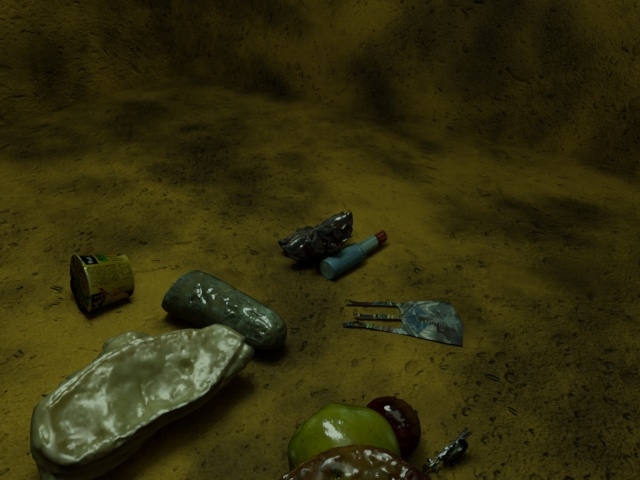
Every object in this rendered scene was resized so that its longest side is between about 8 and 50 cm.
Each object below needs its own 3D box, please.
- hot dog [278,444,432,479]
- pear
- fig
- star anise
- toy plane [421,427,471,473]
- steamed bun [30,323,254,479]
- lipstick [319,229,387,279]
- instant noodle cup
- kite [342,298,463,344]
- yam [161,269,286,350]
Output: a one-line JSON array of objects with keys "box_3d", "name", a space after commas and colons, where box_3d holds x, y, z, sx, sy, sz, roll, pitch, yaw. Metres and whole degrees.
[{"box_3d": [0.000, 0.441, 0.627, 0.388, 0.174, 0.267, -52, 26, -15], "name": "hot dog"}, {"box_3d": [0.041, 0.374, 0.853, 0.198, 0.198, 0.198, 2, 33, -2], "name": "pear"}, {"box_3d": [0.138, 0.363, 0.985, 0.119, 0.153, 0.119, -3, 72, 11], "name": "fig"}, {"box_3d": [0.001, -0.001, 1.481, 0.223, 0.109, 0.236, -19, 13, 39], "name": "star anise"}, {"box_3d": [0.238, 0.404, 0.953, 0.120, 0.049, 0.031, -29, 42, -16], "name": "toy plane"}, {"box_3d": [-0.371, 0.283, 0.999, 0.428, 0.189, 0.247, -30, 75, -40], "name": "steamed bun"}, {"box_3d": [0.111, 0.032, 1.505, 0.274, 0.061, 0.068, -28, 20, -39], "name": "lipstick"}, {"box_3d": [-0.551, 0.098, 1.278, 0.122, 0.152, 0.151, -14, 36, -42], "name": "instant noodle cup"}, {"box_3d": [0.214, 0.194, 1.310, 0.309, 0.015, 0.169, 9, 33, 4], "name": "kite"}, {"box_3d": [-0.227, 0.170, 1.204, 0.330, 0.133, 0.133, 21, 37, 23], "name": "yam"}]
